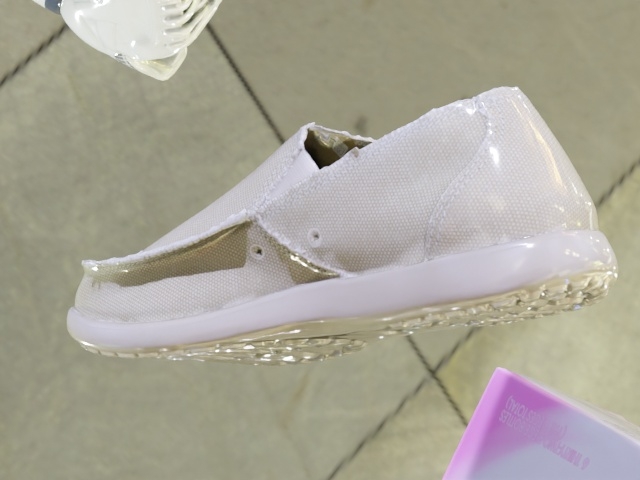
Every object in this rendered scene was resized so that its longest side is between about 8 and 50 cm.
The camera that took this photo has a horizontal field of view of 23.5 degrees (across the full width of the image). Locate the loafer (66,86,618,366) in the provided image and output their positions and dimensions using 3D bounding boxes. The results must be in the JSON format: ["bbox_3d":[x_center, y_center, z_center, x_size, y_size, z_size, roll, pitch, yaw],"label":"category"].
[{"bbox_3d":[0.000,0.000,0.647,0.102,0.268,0.092,10,74,-52],"label":"loafer"}]

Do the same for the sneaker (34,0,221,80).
[{"bbox_3d":[-0.088,-0.154,0.811,0.095,0.235,0.090,46,74,-4],"label":"sneaker"}]

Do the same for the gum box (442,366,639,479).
[{"bbox_3d":[0.091,0.114,0.351,0.062,0.188,0.107,24,93,-42],"label":"gum box"}]
